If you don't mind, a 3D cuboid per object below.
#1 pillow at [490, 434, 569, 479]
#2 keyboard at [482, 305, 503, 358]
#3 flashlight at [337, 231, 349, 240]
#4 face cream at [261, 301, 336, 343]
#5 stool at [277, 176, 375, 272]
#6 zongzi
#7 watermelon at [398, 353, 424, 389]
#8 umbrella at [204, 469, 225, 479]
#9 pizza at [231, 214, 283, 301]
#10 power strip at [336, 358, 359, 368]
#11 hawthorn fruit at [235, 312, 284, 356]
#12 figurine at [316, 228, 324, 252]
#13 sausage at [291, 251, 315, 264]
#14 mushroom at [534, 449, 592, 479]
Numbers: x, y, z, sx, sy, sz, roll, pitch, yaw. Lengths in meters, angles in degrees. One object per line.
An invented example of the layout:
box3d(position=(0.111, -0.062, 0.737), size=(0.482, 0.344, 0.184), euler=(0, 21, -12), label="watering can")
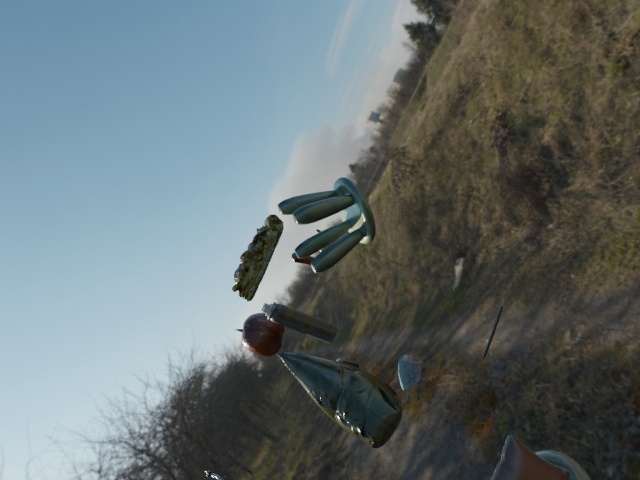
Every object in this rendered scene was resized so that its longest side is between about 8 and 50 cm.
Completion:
box3d(position=(0.571, 0.662, 1.116), size=(0.171, 0.179, 0.075), euler=(-51, -16, -26), label="pillow")
box3d(position=(0.619, 0.330, 1.453), size=(0.198, 0.010, 0.064), euler=(-58, -27, -24), label="keyboard")
box3d(position=(0.098, -0.014, 1.538), size=(0.083, 0.018, 0.018), euler=(-33, 39, 42), label="flashlight")
box3d(position=(-0.079, 0.296, 1.482), size=(0.073, 0.283, 0.073), euler=(-157, 90, -81), label="face cream")
box3d(position=(0.019, -0.047, 1.082), size=(0.198, 0.195, 0.195), euler=(-25, 22, -16), label="stool")
box3d(position=(0.059, 0.432, 1.166), size=(0.160, 0.360, 0.323), euler=(-60, -21, -16), label="zongzi")
box3d(position=(0.323, 0.450, 1.446), size=(0.180, 0.094, 0.081), euler=(-64, -43, -71), label="watermelon")
box3d(position=(-0.310, 0.682, 1.176), size=(0.022, 0.022, 0.149), euler=(-22, -7, -41), label="umbrella")
box3d(position=(-0.191, 0.041, 1.264), size=(0.258, 0.087, 0.268), euler=(-64, 6, -1), label="pizza")
box3d(position=(0.103, 0.708, 1.950), size=(0.070, 0.105, 0.257), euler=(-11, 63, 67), label="power strip")
box3d(position=(-0.247, 0.371, 1.632), size=(0.179, 0.200, 0.179), euler=(14, -90, -89), label="hawthorn fruit")
box3d(position=(0.000, 0.000, 1.369), size=(0.047, 0.050, 0.083), euler=(-55, -11, -51), label="figurine")
box3d(position=(-0.059, 0.074, 1.593), size=(0.176, 0.047, 0.040), euler=(19, -106, -61), label="sausage")
box3d(position=(0.729, 0.796, 1.282), size=(0.244, 0.243, 0.243), euler=(-63, -3, -6), label="mushroom")
